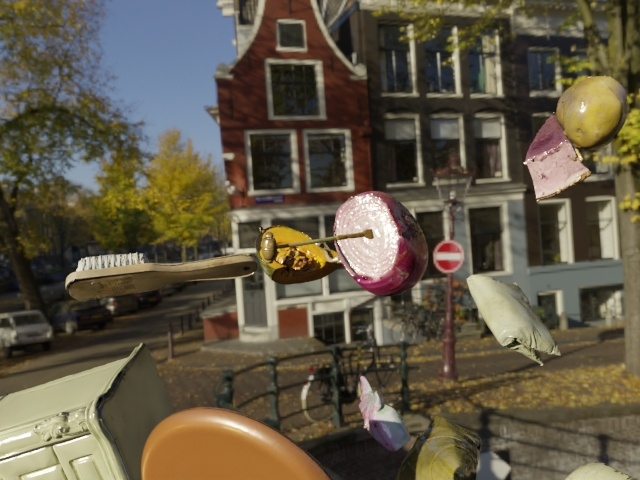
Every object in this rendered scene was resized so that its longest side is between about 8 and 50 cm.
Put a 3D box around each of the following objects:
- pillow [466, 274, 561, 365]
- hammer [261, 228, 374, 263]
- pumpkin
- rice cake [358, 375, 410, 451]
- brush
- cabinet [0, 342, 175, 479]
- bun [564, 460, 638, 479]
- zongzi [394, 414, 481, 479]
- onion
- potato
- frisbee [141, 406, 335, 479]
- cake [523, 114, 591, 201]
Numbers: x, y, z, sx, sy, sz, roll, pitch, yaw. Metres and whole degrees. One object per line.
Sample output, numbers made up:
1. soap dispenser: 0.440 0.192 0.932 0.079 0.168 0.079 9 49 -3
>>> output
1. pillow: 0.354 0.146 1.091 0.134 0.078 0.181 24 28 -32
2. hammer: 0.000 0.000 0.549 0.123 0.029 0.014 -8 13 -32
3. pumpkin: -0.080 0.039 1.728 0.279 0.163 0.111 -7 -36 -32
4. rice cake: 0.080 0.249 0.852 0.051 0.081 0.290 -28 -8 -4
5. brush: -0.277 0.047 1.040 0.328 0.065 0.070 -6 -38 -15
6. cabinet: -0.383 0.362 0.860 0.318 0.289 0.227 -18 12 2
7. bun: 0.439 0.428 0.769 0.146 0.287 0.287 -48 9 -8
8. zongzi: 0.225 0.534 1.212 0.145 0.273 0.300 28 6 10
9. onion: 0.129 0.009 1.168 0.201 0.200 0.207 -4 32 -41
10. potato: 0.520 -0.244 1.115 0.137 0.137 0.176 -4 28 18
11. frisbee: -0.075 0.272 0.569 0.251 0.250 0.021 -4 19 28
12. cake: 0.540 -0.200 1.303 0.113 0.115 0.295 -20 18 35
